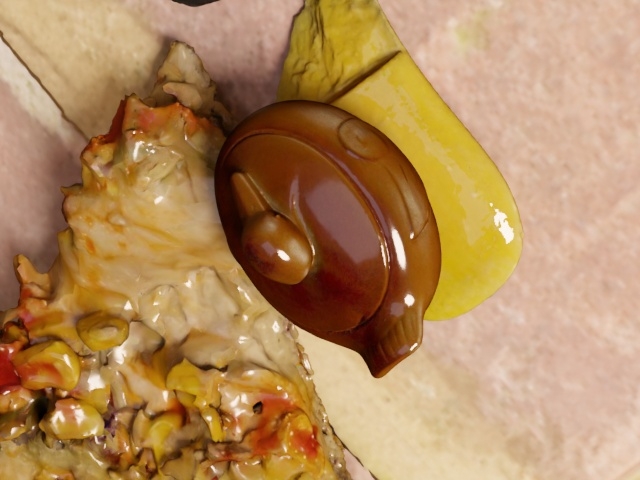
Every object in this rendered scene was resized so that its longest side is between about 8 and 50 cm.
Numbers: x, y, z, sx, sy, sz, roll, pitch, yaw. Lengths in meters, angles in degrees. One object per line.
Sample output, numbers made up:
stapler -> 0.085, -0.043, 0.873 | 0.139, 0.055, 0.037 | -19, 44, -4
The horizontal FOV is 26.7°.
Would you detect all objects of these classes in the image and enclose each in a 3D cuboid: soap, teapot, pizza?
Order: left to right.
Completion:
pizza -> -0.064, 0.075, 0.687 | 0.251, 0.074, 0.287 | 35, 117, 11
teapot -> 0.000, 0.000, 0.594 | 0.098, 0.078, 0.129 | -40, 84, 38
soap -> 0.027, -0.040, 0.633 | 0.089, 0.033, 0.168 | -39, 84, 28

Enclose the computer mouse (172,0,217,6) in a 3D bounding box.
computer mouse -> -0.044, -0.165, 0.619 | 0.192, 0.062, 0.105 | -6, 101, 28
